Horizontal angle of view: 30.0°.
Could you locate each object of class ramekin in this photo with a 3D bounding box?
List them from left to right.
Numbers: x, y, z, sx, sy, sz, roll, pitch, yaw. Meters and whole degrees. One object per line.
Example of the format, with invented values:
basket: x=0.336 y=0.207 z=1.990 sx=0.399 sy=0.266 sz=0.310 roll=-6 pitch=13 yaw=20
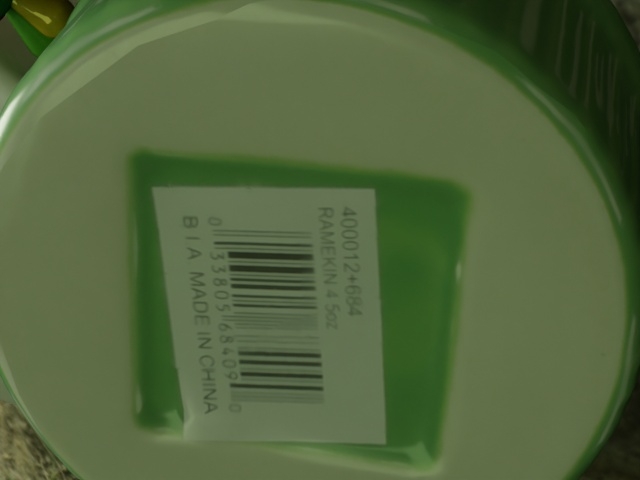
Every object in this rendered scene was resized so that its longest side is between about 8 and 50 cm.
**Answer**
ramekin: x=0.000 y=0.000 z=0.522 sx=0.303 sy=0.148 sz=0.303 roll=4 pitch=117 yaw=9

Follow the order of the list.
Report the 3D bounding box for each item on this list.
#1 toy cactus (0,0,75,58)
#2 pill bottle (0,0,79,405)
toy cactus: x=-0.171 y=-0.166 z=0.540 sx=0.112 sy=0.180 sz=0.219 roll=59 pitch=159 yaw=25
pill bottle: x=-0.154 y=-0.014 z=0.715 sx=0.131 sy=0.131 sz=0.229 roll=32 pitch=127 yaw=21
